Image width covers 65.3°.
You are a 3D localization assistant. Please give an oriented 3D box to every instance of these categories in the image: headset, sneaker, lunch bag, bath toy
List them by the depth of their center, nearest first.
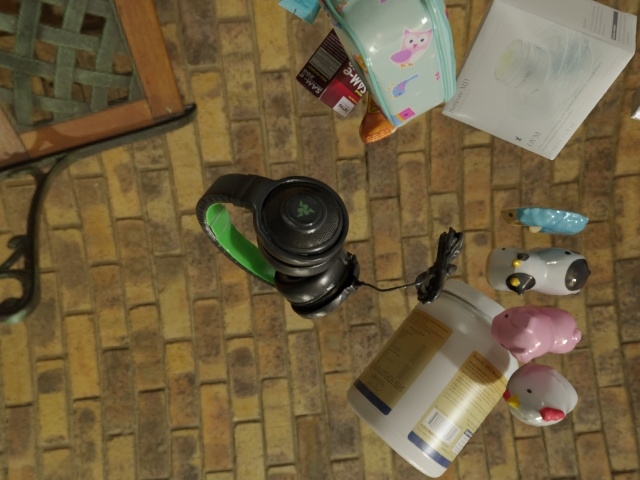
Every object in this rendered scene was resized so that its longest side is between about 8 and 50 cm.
[{"bbox_3d":[0.056,-0.282,0.576,0.279,0.108,0.224,68,14,19],"label":"lunch bag"},{"bbox_3d":[0.000,0.000,0.752,0.185,0.394,0.243,-57,151,-27],"label":"headset"},{"bbox_3d":[0.088,-0.204,0.756,0.067,0.064,0.175,62,32,-33],"label":"sneaker"},{"bbox_3d":[0.331,0.122,0.765,0.129,0.151,0.348,-16,105,-73],"label":"bath toy"}]

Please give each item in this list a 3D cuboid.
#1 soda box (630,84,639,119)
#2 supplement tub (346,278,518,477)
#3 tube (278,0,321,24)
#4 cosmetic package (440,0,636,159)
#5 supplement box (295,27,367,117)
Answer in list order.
[{"bbox_3d":[0.894,-0.425,1.240,0.286,0.091,0.098,94,17,-58],"label":"soda box"},{"bbox_3d":[0.228,0.254,0.962,0.228,0.316,0.228,40,-7,6],"label":"supplement tub"},{"bbox_3d":[0.009,-0.512,0.942,0.207,0.080,0.052,-55,164,-1],"label":"tube"},{"bbox_3d":[0.362,-0.297,0.858,0.138,0.224,0.224,-59,171,-37],"label":"cosmetic package"},{"bbox_3d":[0.075,-0.359,0.930,0.073,0.239,0.130,46,16,20],"label":"supplement box"}]
